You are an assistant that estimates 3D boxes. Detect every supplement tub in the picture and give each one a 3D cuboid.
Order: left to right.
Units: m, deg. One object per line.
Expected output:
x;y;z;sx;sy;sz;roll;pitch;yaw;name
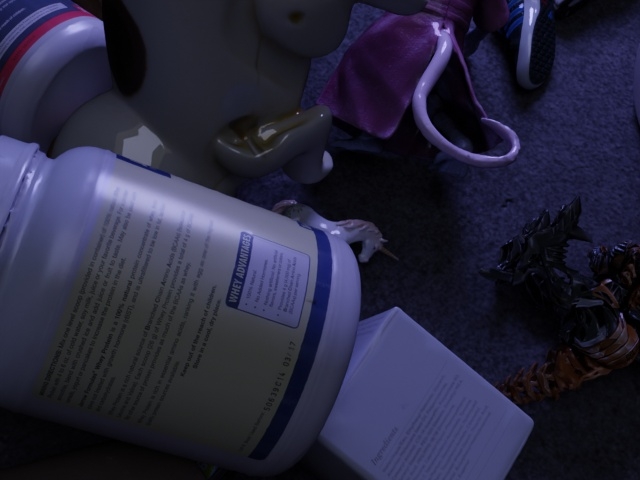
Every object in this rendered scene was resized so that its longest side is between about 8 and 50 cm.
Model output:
-0.390;-0.235;1.026;0.272;0.191;0.191;35;67;12;supplement tub
-0.153;0.058;0.757;0.325;0.235;0.235;20;63;-17;supplement tub

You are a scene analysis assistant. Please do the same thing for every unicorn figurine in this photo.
0.000;0.000;1.012;0.162;0.060;0.111;38;68;13;unicorn figurine

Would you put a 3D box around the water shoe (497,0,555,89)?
0.275;-0.299;1.181;0.080;0.073;0.203;-5;74;42;water shoe

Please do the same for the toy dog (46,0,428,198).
-0.137;-0.159;0.915;0.284;0.395;0.408;39;111;31;toy dog

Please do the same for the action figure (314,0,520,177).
0.123;-0.278;1.031;0.248;0.276;0.370;15;91;-15;action figure

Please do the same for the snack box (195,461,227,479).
-0.116;0.132;0.935;0.174;0.070;0.207;38;69;12;snack box

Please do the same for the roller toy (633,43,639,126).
0.496;-0.202;1.074;0.146;0.209;0.191;-1;100;-4;roller toy

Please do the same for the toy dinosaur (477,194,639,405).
0.302;0.072;0.956;0.322;0.164;0.218;-39;88;-26;toy dinosaur

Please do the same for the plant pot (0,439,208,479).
-0.216;0.287;0.777;0.229;0.263;0.263;-25;67;-34;plant pot

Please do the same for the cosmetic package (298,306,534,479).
0.075;0.188;0.852;0.184;0.151;0.151;41;67;-6;cosmetic package

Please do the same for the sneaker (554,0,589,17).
0.388;-0.410;1.227;0.208;0.081;0.094;-34;69;-18;sneaker

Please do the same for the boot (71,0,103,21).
-0.265;-0.304;1.122;0.305;0.112;0.115;7;75;-3;boot
